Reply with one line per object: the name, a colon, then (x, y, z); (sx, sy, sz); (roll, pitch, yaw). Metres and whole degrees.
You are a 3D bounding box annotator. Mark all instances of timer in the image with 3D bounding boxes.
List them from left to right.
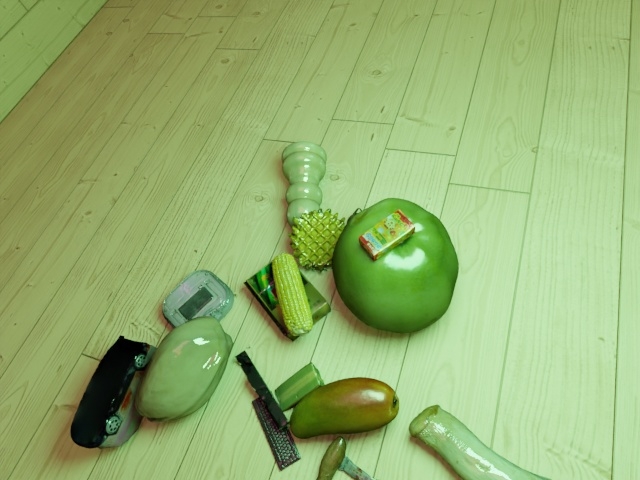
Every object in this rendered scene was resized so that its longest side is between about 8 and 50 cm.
timer: (-0.391, 0.199, 1.423); (0.191, 0.069, 0.208); (36, 72, 27)

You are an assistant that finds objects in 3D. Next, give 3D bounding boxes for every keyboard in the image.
keyboard: (-0.121, 0.503, 1.195); (0.064, 0.010, 0.198); (-29, 56, -6)

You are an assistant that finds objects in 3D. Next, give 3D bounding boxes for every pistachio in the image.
pistachio: (-0.383, 0.360, 1.241); (0.226, 0.208, 0.331); (29, 83, 35)

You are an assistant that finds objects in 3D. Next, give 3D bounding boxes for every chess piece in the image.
chess piece: (-0.052, -0.169, 1.511); (0.167, 0.167, 0.299); (-8, 62, 10)

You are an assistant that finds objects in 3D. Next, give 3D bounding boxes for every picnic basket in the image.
picnic basket: (0.116, -0.064, 1.438); (0.072, 0.083, 0.071); (-7, 56, 11)

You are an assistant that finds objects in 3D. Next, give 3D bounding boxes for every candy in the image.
candy: (0.154, -0.013, 1.035); (0.122, 0.038, 0.062); (-34, 65, -8)

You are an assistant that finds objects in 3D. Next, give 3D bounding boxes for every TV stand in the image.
TV stand: (-0.162, 0.411, 1.234); (0.036, 0.042, 0.249); (-33, 52, -15)

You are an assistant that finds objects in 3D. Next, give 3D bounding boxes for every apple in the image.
apple: (0.196, 0.069, 1.197); (0.358, 0.357, 0.356); (-7, 58, 11)

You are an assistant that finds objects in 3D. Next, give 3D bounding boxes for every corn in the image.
corn: (-0.082, 0.154, 1.278); (0.081, 0.081, 0.248); (-20, 58, 2)

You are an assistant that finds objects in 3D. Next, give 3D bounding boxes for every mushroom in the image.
mushroom: (0.370, 0.503, 1.016); (0.352, 0.094, 0.123); (28, 52, 26)

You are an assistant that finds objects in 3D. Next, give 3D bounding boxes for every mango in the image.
mango: (0.052, 0.419, 1.119); (0.290, 0.146, 0.129); (-15, 52, 7)

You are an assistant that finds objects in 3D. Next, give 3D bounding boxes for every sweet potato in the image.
sweet potato: (0.001, 0.579, 1.094); (0.050, 0.050, 0.214); (28, 76, 28)

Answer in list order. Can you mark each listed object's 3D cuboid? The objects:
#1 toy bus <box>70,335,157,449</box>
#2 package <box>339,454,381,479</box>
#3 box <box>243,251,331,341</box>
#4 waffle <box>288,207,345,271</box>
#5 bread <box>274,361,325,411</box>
toy bus: (-0.571, 0.433, 1.276); (0.128, 0.147, 0.302); (3, 62, 22)
package: (0.095, 0.571, 1.091); (0.111, 0.015, 0.037); (24, 73, 28)
box: (-0.101, 0.167, 1.362); (0.159, 0.071, 0.240); (-40, 58, -8)
waffle: (0.000, 0.000, 1.394); (0.193, 0.070, 0.196); (-12, 101, -5)
bread: (-0.064, 0.395, 1.202); (0.139, 0.084, 0.074); (-24, 57, 0)
